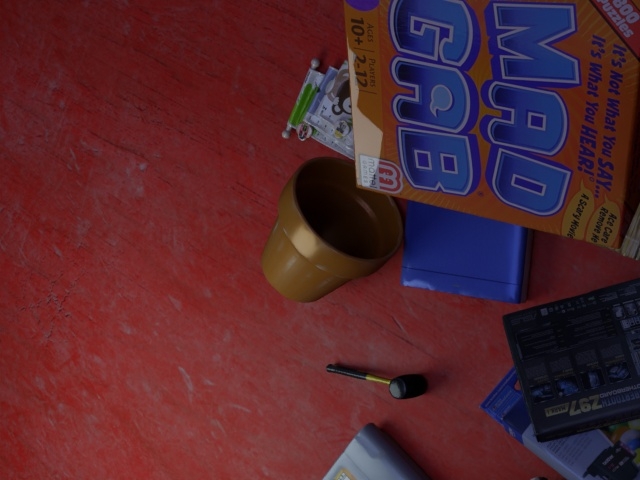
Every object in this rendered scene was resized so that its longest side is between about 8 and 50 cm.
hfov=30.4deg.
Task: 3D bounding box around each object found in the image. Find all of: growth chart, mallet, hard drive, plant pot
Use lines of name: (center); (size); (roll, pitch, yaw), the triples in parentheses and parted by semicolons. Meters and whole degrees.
growth chart: (0.053, -0.215, 1.968); (0.237, 0.021, 0.172); (25, 105, 30)
mallet: (0.092, 0.227, 1.955); (0.189, 0.062, 0.039); (9, 96, 48)
hard drive: (0.235, -0.074, 1.838); (0.210, 0.040, 0.319); (8, 97, 34)
plant pot: (0.000, 0.000, 1.919); (0.205, 0.205, 0.188); (58, 134, 18)

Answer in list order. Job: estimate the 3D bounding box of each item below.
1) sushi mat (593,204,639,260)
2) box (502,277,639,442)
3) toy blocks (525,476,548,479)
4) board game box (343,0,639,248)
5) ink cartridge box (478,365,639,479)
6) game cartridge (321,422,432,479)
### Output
sushi mat: (0.447, -0.139, 1.706); (0.151, 0.019, 0.316); (24, 105, 30)
box: (0.391, 0.166, 1.655); (0.232, 0.059, 0.183); (-17, 64, 8)
toy blocks: (0.315, 0.466, 1.720); (0.381, 0.191, 0.261); (-21, 71, 14)
board game box: (0.266, -0.268, 1.487); (0.356, 0.356, 0.356); (15, 135, 22)
ink cartridge box: (0.398, 0.257, 1.682); (0.311, 0.065, 0.186); (37, 78, 29)
game cartridge: (0.068, 0.477, 1.967); (0.198, 0.062, 0.297); (46, 115, 28)
